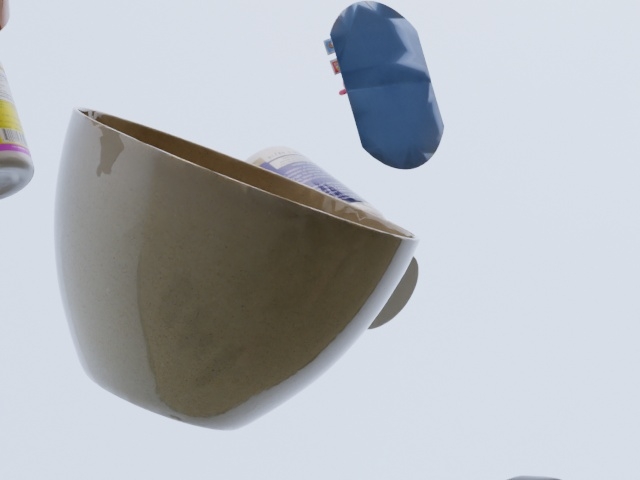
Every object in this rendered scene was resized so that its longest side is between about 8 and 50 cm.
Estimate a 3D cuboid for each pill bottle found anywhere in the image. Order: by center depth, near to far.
[{"bbox_3d":[-0.168,-0.062,0.816,0.043,0.043,0.083,-6,-114,-34],"label":"pill bottle"},{"bbox_3d":[0.000,0.000,1.589,0.112,0.187,0.112,-27,-45,-30],"label":"pill bottle"}]

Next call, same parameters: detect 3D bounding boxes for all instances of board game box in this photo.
[{"bbox_3d":[0.055,-0.146,1.645,0.133,0.033,0.168,-14,-92,-49],"label":"board game box"}]

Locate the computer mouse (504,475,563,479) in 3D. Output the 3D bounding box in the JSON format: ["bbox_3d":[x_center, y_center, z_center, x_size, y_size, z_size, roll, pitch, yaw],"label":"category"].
[{"bbox_3d":[0.059,0.227,0.970,0.242,0.041,0.071,-46,-51,0],"label":"computer mouse"}]

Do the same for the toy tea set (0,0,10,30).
[{"bbox_3d":[-0.323,-0.181,1.306,0.336,0.200,0.124,-70,-3,-46],"label":"toy tea set"}]

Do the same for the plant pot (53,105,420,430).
[{"bbox_3d":[-0.089,0.035,1.313,0.284,0.284,0.191,18,-85,-38],"label":"plant pot"}]
